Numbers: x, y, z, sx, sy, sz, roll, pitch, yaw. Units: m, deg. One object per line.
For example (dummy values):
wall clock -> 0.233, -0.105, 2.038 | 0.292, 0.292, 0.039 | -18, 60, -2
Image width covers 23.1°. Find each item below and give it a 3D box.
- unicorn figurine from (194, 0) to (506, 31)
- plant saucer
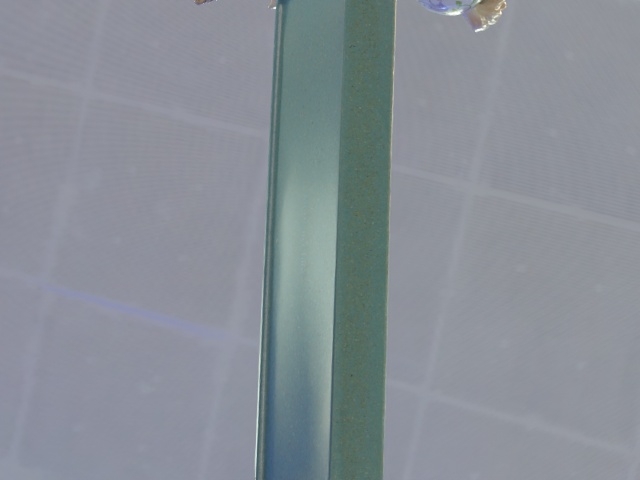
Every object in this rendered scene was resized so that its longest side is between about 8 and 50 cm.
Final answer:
unicorn figurine -> 0.033, -0.150, 0.769 | 0.162, 0.060, 0.111 | 17, -109, -19
plant saucer -> 0.000, 0.000, 0.508 | 0.018, 0.067, 0.192 | 6, -100, -26
